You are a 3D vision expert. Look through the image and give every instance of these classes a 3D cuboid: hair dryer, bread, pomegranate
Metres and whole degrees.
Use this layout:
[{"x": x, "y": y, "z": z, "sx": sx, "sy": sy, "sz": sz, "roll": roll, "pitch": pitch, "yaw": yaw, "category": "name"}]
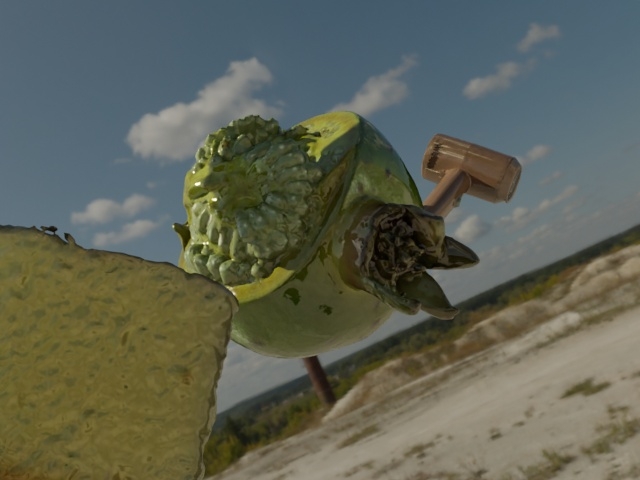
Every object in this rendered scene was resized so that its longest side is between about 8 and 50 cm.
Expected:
[{"x": 0.156, "y": -0.053, "z": 0.825, "sx": 0.182, "sy": 0.117, "sz": 0.064, "roll": -48, "pitch": -29, "yaw": -37, "category": "hair dryer"}, {"x": -0.117, "y": 0.080, "z": 0.348, "sx": 0.152, "sy": 0.147, "sz": 0.127, "roll": 14, "pitch": -12, "yaw": 8, "category": "bread"}, {"x": 0.000, "y": 0.000, "z": 0.679, "sx": 0.260, "sy": 0.261, "sz": 0.340, "roll": -18, "pitch": 25, "yaw": -32, "category": "pomegranate"}]
